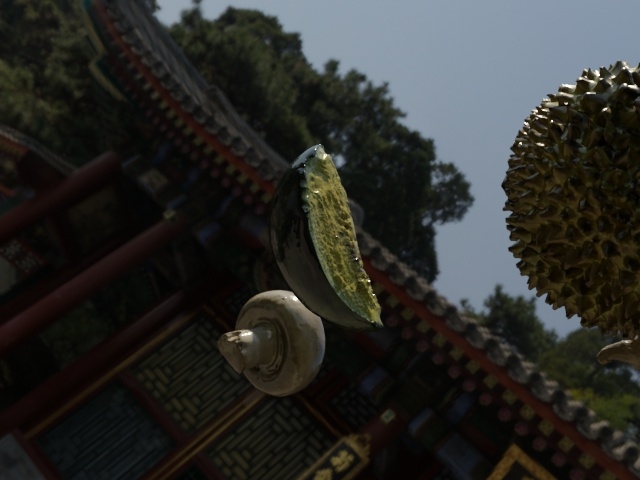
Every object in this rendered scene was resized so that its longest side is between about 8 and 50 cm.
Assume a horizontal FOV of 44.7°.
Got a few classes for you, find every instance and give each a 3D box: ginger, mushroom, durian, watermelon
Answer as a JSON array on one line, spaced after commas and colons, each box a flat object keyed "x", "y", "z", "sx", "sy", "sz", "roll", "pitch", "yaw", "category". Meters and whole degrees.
[{"x": 0.442, "y": 0.159, "z": 1.096, "sx": 0.030, "sy": 0.097, "sz": 0.048, "roll": 29, "pitch": 36, "yaw": -58, "category": "ginger"}, {"x": -0.099, "y": 0.194, "z": 1.462, "sx": 0.204, "sy": 0.204, "sz": 0.204, "roll": 41, "pitch": -27, "yaw": 25, "category": "mushroom"}, {"x": 0.309, "y": -0.034, "z": 0.743, "sx": 0.258, "sy": 0.258, "sz": 0.293, "roll": 142, "pitch": -61, "yaw": -66, "category": "durian"}, {"x": 0.000, "y": 0.000, "z": 1.155, "sx": 0.123, "sy": 0.129, "sz": 0.301, "roll": -28, "pitch": -105, "yaw": 56, "category": "watermelon"}]
